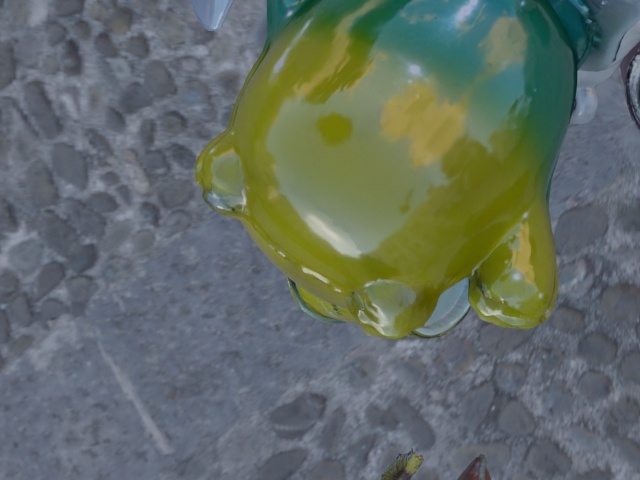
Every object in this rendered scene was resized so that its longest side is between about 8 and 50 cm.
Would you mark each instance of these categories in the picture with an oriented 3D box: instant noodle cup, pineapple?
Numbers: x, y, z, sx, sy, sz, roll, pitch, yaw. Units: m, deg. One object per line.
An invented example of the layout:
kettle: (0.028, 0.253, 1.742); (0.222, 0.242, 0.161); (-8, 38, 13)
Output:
instant noodle cup: (0.076, 0.017, 1.123); (0.144, 0.182, 0.182); (17, 103, 47)
pineapple: (0.095, 0.298, 1.364); (0.019, 0.045, 0.083); (37, 87, -17)

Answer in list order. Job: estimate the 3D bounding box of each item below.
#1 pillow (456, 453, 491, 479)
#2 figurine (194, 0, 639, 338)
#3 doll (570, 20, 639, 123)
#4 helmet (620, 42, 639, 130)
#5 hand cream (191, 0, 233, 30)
pillow: (0.137, 0.326, 1.064); (0.075, 0.179, 0.171); (17, 121, -3)
figurine: (0.074, -0.099, 0.808); (0.324, 0.231, 0.340); (35, 65, 5)
doll: (0.279, -0.314, 1.296); (0.376, 0.187, 0.365); (-26, 72, 48)
helmet: (0.612, -0.276, 1.648); (0.338, 0.197, 0.271); (9, 135, -10)
hand cream: (-0.078, -0.341, 1.146); (0.255, 0.048, 0.079); (-59, 37, 33)
